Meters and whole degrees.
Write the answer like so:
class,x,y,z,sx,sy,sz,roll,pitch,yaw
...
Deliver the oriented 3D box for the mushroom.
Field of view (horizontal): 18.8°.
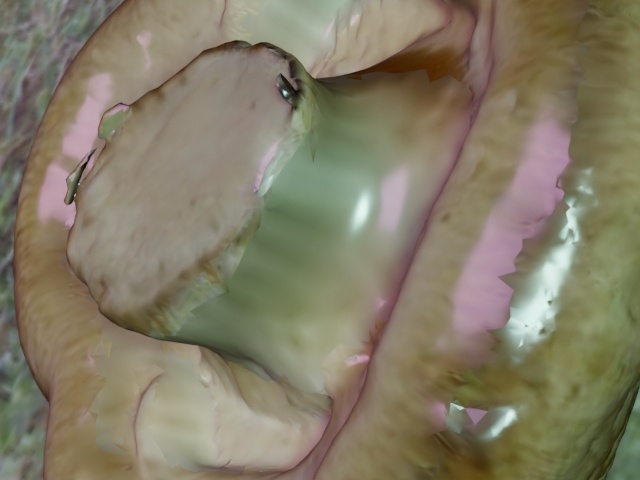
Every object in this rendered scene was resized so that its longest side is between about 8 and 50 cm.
class,x,y,z,sx,sy,sz,roll,pitch,yaw
mushroom,0.000,0.000,0.580,0.278,0.146,0.278,-23,57,42
